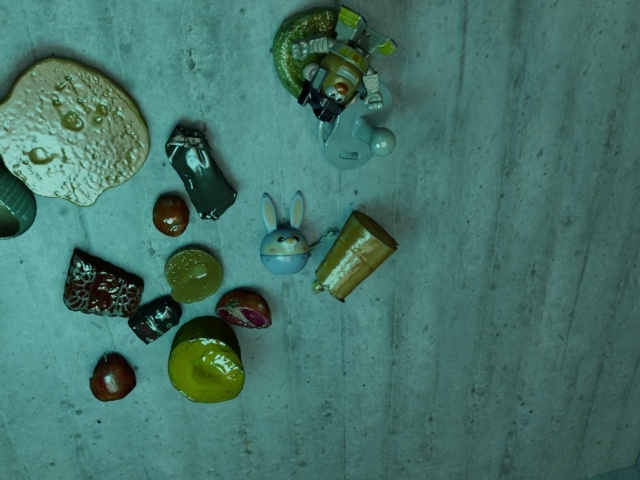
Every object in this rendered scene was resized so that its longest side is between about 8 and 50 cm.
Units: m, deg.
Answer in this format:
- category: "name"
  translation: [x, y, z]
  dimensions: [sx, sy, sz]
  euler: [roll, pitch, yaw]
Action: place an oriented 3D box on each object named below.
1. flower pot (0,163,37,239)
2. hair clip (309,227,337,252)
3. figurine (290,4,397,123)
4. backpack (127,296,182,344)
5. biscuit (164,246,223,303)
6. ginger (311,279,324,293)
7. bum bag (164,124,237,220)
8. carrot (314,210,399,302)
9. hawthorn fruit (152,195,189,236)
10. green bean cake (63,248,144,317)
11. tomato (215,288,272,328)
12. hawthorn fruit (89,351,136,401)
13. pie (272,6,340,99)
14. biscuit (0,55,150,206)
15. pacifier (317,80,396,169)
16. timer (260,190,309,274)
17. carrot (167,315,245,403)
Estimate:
- category: "flower pot"
  translation: [-0.874, -0.111, 1.696]
  dimensions: [0.189, 0.157, 0.243]
  euler: [-32, 122, 9]
- category: "hair clip"
  translation: [0.001, 0.001, 2.128]
  dimensions: [0.115, 0.039, 0.030]
  euler: [-37, 123, 18]
- category: "figurine"
  translation: [0.058, -0.457, 1.720]
  dimensions: [0.309, 0.143, 0.308]
  euler: [0, 103, 0]
- category: "backpack"
  translation: [-0.530, 0.256, 2.054]
  dimensions: [0.165, 0.106, 0.120]
  euler: [-32, 119, 13]
- category: "biscuit"
  translation: [-0.406, 0.104, 2.041]
  dimensions: [0.181, 0.049, 0.208]
  euler: [-18, 125, -7]
- category: "ginger"
  translation: [0.053, 0.142, 2.202]
  dimensions: [0.165, 0.067, 0.096]
  euler: [-30, 119, 10]
- category: "bum bag"
  translation: [-0.346, -0.198, 1.870]
  dimensions: [0.142, 0.079, 0.326]
  euler: [-19, 127, 2]
- category: "carrot"
  translation: [0.105, 0.055, 2.092]
  dimensions: [0.196, 0.196, 0.254]
  euler: [32, 105, -30]
- category: "hawthorn fruit"
  translation: [-0.442, -0.069, 1.889]
  dimensions: [0.128, 0.128, 0.128]
  euler: [-8, 121, -13]
- category: "green bean cake"
  translation: [-0.658, 0.137, 1.951]
  dimensions: [0.233, 0.097, 0.198]
  euler: [15, 114, -24]
- category: "tomato"
  translation: [-0.247, 0.223, 2.140]
  dimensions: [0.189, 0.099, 0.173]
  euler: [-1, 147, 28]
- category: "hawthorn fruit"
  translation: [-0.690, 0.444, 2.099]
  dimensions: [0.148, 0.148, 0.172]
  euler: [-12, 115, -11]
- category: "pie"
  translation: [-0.002, -0.522, 1.793]
  dimensions: [0.277, 0.078, 0.277]
  euler: [-11, 121, -18]
- category: "biscuit"
  translation: [-0.661, -0.284, 1.702]
  dimensions: [0.365, 0.062, 0.385]
  euler: [-44, 124, -4]
- category: "pacifier"
  translation: [0.127, -0.319, 1.854]
  dimensions: [0.238, 0.226, 0.287]
  euler: [2, 117, -41]
- category: "timer"
  translation: [-0.109, -0.008, 2.006]
  dimensions: [0.175, 0.175, 0.255]
  euler: [-3, 119, -16]
- category: "carrot"
  translation: [-0.372, 0.392, 2.080]
  dimensions: [0.242, 0.340, 0.241]
  euler: [-2, 104, -10]
